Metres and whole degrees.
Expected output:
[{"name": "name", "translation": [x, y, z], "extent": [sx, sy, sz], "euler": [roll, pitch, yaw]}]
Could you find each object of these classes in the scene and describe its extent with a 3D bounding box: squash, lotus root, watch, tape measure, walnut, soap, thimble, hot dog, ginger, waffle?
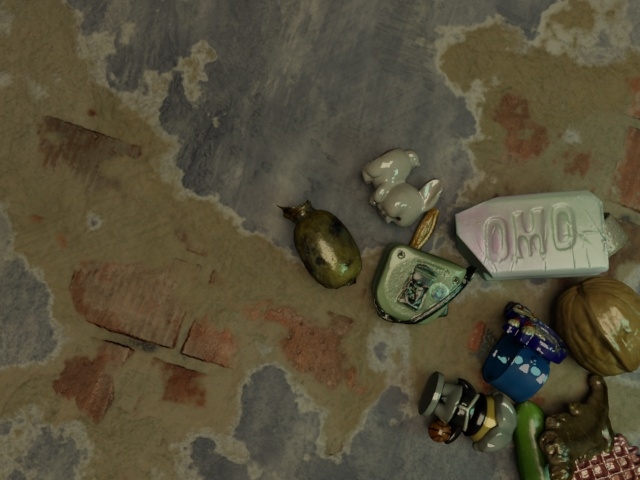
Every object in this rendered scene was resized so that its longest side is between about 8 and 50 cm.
[{"name": "squash", "translation": [0.559, 0.597, 1.519], "extent": [0.101, 0.101, 0.379], "euler": [-11, 89, -3]}, {"name": "lotus root", "translation": [0.002, -0.001, 1.505], "extent": [0.154, 0.154, 0.278], "euler": [-34, 85, -4]}, {"name": "watch", "translation": [0.500, 0.291, 1.503], "extent": [0.171, 0.196, 0.200], "euler": [35, 107, 9]}, {"name": "tape measure", "translation": [0.255, 0.126, 1.517], "extent": [0.235, 0.115, 0.207], "euler": [20, 92, -7]}, {"name": "walnut", "translation": [0.713, 0.218, 1.494], "extent": [0.225, 0.225, 0.261], "euler": [-37, 94, -4]}, {"name": "soap", "translation": [0.518, -0.009, 1.498], "extent": [0.346, 0.115, 0.208], "euler": [-4, 80, 14]}, {"name": "thimble", "translation": [0.737, -0.008, 1.561], "extent": [0.115, 0.102, 0.090], "euler": [-40, 91, -3]}, {"name": "hot dog", "translation": [0.275, -0.022, 1.577], "extent": [0.044, 0.028, 0.137], "euler": [25, 83, 25]}, {"name": "ginger", "translation": [0.646, 0.484, 1.489], "extent": [0.333, 0.080, 0.166], "euler": [-28, 85, -36]}, {"name": "waffle", "translation": [0.739, 0.605, 1.547], "extent": [0.234, 0.055, 0.221], "euler": [30, 85, -1]}]

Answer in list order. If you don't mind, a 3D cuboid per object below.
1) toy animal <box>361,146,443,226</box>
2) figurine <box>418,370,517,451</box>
[{"name": "toy animal", "translation": [0.208, -0.142, 1.534], "extent": [0.178, 0.127, 0.193], "euler": [-37, 86, -6]}, {"name": "figurine", "translation": [0.374, 0.444, 1.502], "extent": [0.236, 0.133, 0.176], "euler": [23, 81, 1]}]
